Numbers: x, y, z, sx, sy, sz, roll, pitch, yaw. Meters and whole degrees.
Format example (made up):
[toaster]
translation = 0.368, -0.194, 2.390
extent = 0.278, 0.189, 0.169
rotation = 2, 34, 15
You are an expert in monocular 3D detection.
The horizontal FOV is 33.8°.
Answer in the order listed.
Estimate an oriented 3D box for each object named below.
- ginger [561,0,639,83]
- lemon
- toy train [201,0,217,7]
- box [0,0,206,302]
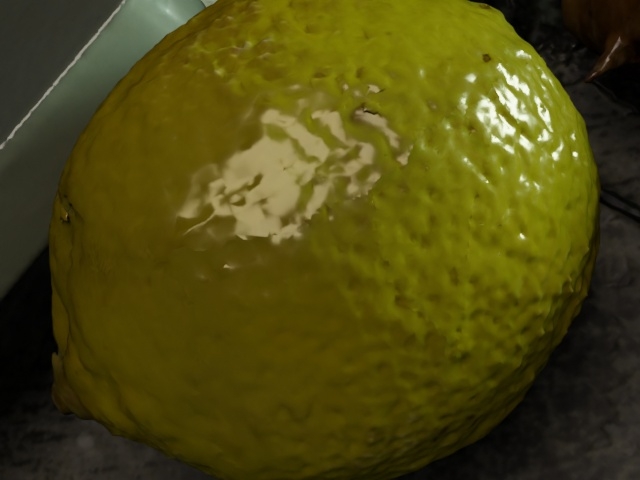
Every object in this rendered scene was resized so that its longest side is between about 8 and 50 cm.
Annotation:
[ginger]
translation = 0.283, -0.103, 0.579
extent = 0.254, 0.176, 0.418
rotation = -23, 50, 4
[lemon]
translation = 0.000, 0.000, 0.569
extent = 0.322, 0.268, 0.268
rotation = -46, 59, -9
[toy train]
translation = -0.017, -0.229, 0.773
extent = 0.307, 0.126, 0.190
rotation = -22, 59, 6
[box]
translation = -0.279, -0.070, 0.733
extent = 0.373, 0.090, 0.367
rotation = -51, 41, -3
